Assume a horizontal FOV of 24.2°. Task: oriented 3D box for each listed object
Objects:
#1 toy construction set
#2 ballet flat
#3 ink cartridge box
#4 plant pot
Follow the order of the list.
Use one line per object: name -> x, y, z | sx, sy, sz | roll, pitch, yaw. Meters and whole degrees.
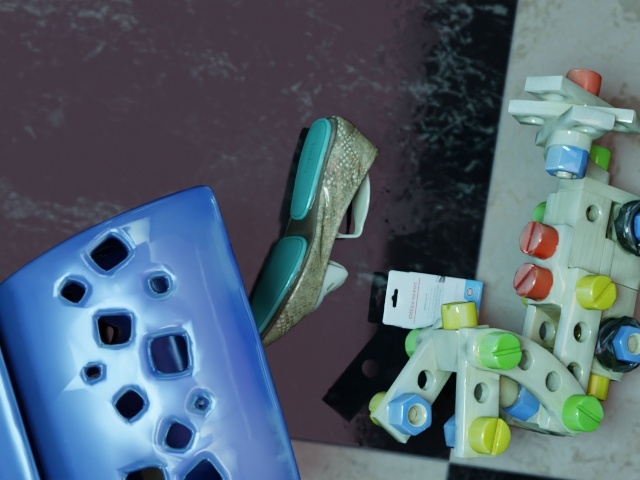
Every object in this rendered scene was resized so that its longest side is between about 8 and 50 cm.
toy construction set -> 0.179, 0.026, 1.218 | 0.215, 0.151, 0.327 | 17, 94, -28
ballet flat -> 0.000, 0.000, 1.239 | 0.067, 0.073, 0.206 | 21, 87, -25
ink cartridge box -> 0.092, 0.053, 1.274 | 0.083, 0.028, 0.048 | 8, 87, -12
plant pot -> -0.161, 0.110, 1.102 | 0.212, 0.236, 0.236 | -18, 87, -15
